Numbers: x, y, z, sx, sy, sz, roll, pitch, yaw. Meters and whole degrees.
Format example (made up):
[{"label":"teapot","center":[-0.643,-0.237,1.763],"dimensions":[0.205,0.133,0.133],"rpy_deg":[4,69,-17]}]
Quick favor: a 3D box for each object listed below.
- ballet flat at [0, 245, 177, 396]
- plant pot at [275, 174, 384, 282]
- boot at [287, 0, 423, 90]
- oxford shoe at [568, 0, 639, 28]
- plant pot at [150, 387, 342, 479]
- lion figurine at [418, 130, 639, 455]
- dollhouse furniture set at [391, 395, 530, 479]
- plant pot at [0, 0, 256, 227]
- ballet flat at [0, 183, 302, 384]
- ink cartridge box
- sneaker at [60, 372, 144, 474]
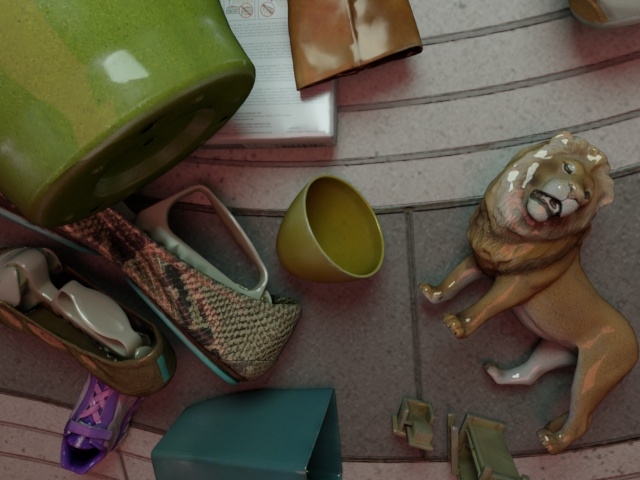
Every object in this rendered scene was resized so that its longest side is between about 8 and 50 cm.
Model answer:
[{"label":"ballet flat","center":[-0.337,0.083,0.598],"dimensions":[0.343,0.116,0.124],"rpy_deg":[32,138,8]},{"label":"plant pot","center":[0.000,0.000,0.567],"dimensions":[0.095,0.134,0.134],"rpy_deg":[-31,102,39]},{"label":"boot","center":[-0.045,-0.304,0.491],"dimensions":[0.264,0.096,0.280],"rpy_deg":[-13,101,-3]},{"label":"oxford shoe","center":[0.443,-0.299,0.430],"dimensions":[0.450,0.169,0.130],"rpy_deg":[-10,146,1]},{"label":"plant pot","center":[-0.103,0.320,0.649],"dimensions":[0.235,0.165,0.165],"rpy_deg":[-2,106,15]},{"label":"lion figurine","center":[0.289,0.079,0.562],"dimensions":[0.240,0.142,0.392],"rpy_deg":[-38,113,7]},{"label":"dollhouse furniture set","center":[0.174,0.320,0.603],"dimensions":[0.161,0.182,0.101],"rpy_deg":[15,107,1]},{"label":"plant pot","center":[-0.253,-0.214,0.393],"dimensions":[0.367,0.366,0.353],"rpy_deg":[-35,99,14]},{"label":"ballet flat","center":[-0.223,-0.014,0.580],"dimensions":[0.483,0.164,0.182],"rpy_deg":[39,85,-12]},{"label":"ink cartridge box","center":[-0.071,-0.225,0.549],"dimensions":[0.181,0.056,0.224],"rpy_deg":[0,88,6]},{"label":"sneaker","center":[-0.325,0.250,0.677],"dimensions":[0.095,0.104,0.236],"rpy_deg":[23,106,0]}]
